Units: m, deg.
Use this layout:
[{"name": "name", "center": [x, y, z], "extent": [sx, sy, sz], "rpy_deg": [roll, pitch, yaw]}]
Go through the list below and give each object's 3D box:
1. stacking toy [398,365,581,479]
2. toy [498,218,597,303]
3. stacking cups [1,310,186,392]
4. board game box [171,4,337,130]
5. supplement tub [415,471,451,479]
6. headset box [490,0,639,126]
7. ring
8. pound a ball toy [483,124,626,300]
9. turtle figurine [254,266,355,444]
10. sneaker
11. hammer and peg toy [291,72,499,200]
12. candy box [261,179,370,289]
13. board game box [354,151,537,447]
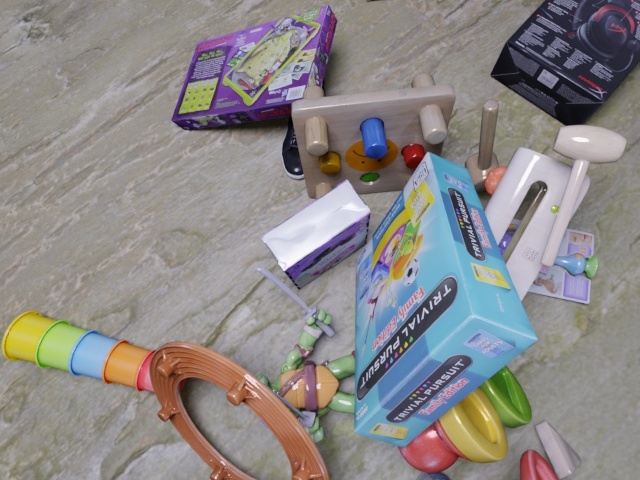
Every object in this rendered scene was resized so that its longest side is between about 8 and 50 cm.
[{"name": "stacking toy", "center": [0.258, 0.326, 0.626], "extent": [0.130, 0.279, 0.309], "rpy_deg": [-43, 77, 26]}, {"name": "toy", "center": [0.384, 0.021, 0.769], "extent": [0.237, 0.056, 0.137], "rpy_deg": [13, 74, 8]}, {"name": "stacking cups", "center": [-0.399, 0.205, 0.758], "extent": [0.316, 0.096, 0.096], "rpy_deg": [11, 75, 6]}, {"name": "board game box", "center": [-0.143, -0.337, 0.841], "extent": [0.346, 0.056, 0.208], "rpy_deg": [4, 77, 32]}, {"name": "supplement tub", "center": [0.186, 0.406, 0.648], "extent": [0.071, 0.107, 0.071], "rpy_deg": [-1, 75, 3]}, {"name": "headset box", "center": [0.537, -0.408, 0.850], "extent": [0.218, 0.110, 0.293], "rpy_deg": [40, 81, 13]}, {"name": "ring", "center": [-0.136, 0.291, 0.613], "extent": [0.336, 0.337, 0.032], "rpy_deg": [34, 43, 12]}, {"name": "pound a ball toy", "center": [0.293, -0.024, 0.645], "extent": [0.135, 0.208, 0.319], "rpy_deg": [27, 107, 17]}, {"name": "turtle figurine", "center": [0.018, 0.207, 0.653], "extent": [0.266, 0.198, 0.275], "rpy_deg": [3, 109, -10]}, {"name": "sneaker", "center": [-0.041, -0.244, 0.841], "extent": [0.079, 0.121, 0.217], "rpy_deg": [9, 75, 7]}, {"name": "hammer and peg toy", "center": [0.142, -0.171, 0.733], "extent": [0.361, 0.266, 0.127], "rpy_deg": [-5, 63, 4]}, {"name": "candy box", "center": [0.000, 0.000, 0.729], "extent": [0.164, 0.196, 0.070], "rpy_deg": [-34, 75, -5]}, {"name": "board game box", "center": [0.136, 0.066, 0.592], "extent": [0.079, 0.254, 0.336], "rpy_deg": [21, 37, -11]}]
